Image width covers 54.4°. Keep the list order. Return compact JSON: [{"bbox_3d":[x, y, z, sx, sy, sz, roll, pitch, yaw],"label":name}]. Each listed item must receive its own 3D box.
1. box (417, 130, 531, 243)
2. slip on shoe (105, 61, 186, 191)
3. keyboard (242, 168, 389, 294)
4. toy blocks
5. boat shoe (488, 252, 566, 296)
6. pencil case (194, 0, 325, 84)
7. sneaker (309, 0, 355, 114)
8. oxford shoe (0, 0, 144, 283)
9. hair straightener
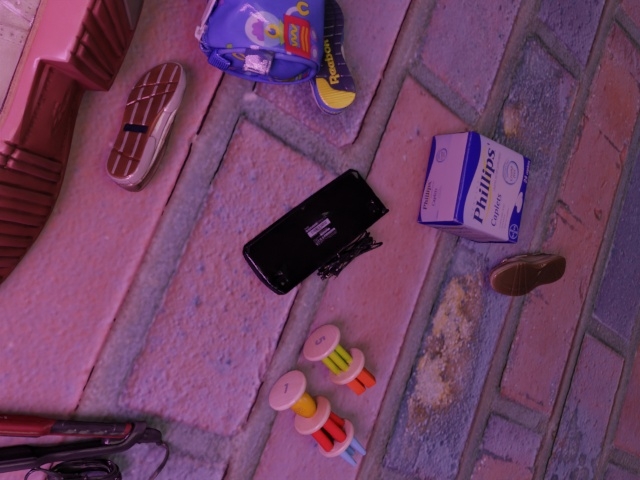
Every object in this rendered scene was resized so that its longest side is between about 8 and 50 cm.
[{"bbox_3d":[0.215,-0.070,0.866,0.137,0.072,0.126,15,84,-35],"label":"box"},{"bbox_3d":[-0.165,-0.111,0.612,0.041,0.051,0.136,63,40,-68],"label":"slip on shoe"},{"bbox_3d":[0.000,0.000,0.748,0.192,0.038,0.100,-37,90,-27],"label":"keyboard"},{"bbox_3d":[0.023,0.193,0.754,0.123,0.054,0.148,-52,119,-21],"label":"toy blocks"},{"bbox_3d":[0.313,0.047,0.966,0.152,0.048,0.056,-14,113,-28],"label":"boat shoe"},{"bbox_3d":[-0.060,-0.311,0.626,0.133,0.119,0.307,-1,93,-27],"label":"pencil case"},{"bbox_3d":[0.005,-0.212,0.723,0.053,0.059,0.144,-6,80,-4],"label":"sneaker"},{"bbox_3d":[-0.285,-0.089,0.497,0.146,0.140,0.397,26,81,-2],"label":"oxford shoe"},{"bbox_3d":[-0.246,0.206,0.575,0.230,0.047,0.089,14,85,-40],"label":"hair straightener"}]
